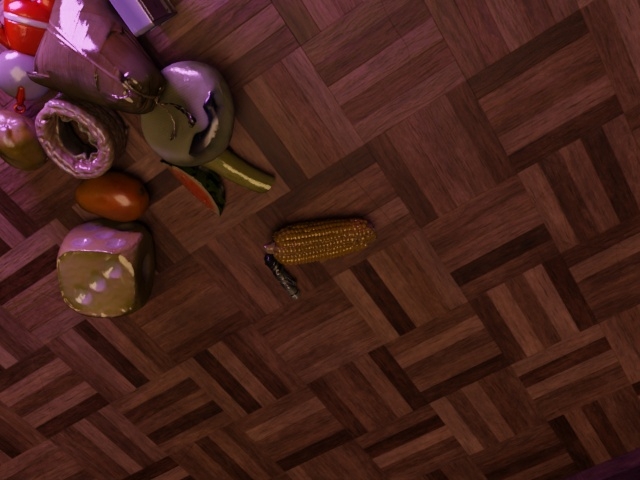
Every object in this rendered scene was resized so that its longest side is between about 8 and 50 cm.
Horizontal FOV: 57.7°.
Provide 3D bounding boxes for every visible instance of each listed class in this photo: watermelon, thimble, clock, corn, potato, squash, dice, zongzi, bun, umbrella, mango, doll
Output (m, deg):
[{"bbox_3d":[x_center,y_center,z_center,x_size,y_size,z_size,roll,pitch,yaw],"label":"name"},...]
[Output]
[{"bbox_3d":[-0.367,-0.172,1.736,0.245,0.063,0.119,43,141,-21],"label":"watermelon"},{"bbox_3d":[-0.664,-0.296,1.621,0.229,0.148,0.196,41,114,-19],"label":"thimble"},{"bbox_3d":[-0.443,-0.593,1.434,0.073,0.193,0.145,-27,114,16],"label":"clock"},{"bbox_3d":[0.000,0.000,1.788,0.346,0.130,0.130,-9,118,4],"label":"corn"},{"bbox_3d":[-0.841,-0.275,1.620,0.154,0.200,0.137,1,74,-14],"label":"potato"},{"bbox_3d":[-0.254,-0.214,1.701,0.250,0.083,0.083,30,114,-16],"label":"squash"},{"bbox_3d":[-0.645,0.081,1.774,0.233,0.227,0.238,3,117,-1],"label":"dice"},{"bbox_3d":[-0.488,-0.498,1.429,0.447,0.181,0.418,21,104,17],"label":"zongzi"},{"bbox_3d":[-0.339,-0.336,1.573,0.283,0.179,0.283,3,97,23],"label":"bun"},{"bbox_3d":[-0.122,0.120,1.895,0.050,0.046,0.188,-2,127,47],"label":"umbrella"},{"bbox_3d":[-0.619,-0.134,1.721,0.221,0.120,0.152,14,119,1],"label":"mango"},{"bbox_3d":[-0.775,-0.498,1.535,0.199,0.105,0.336,5,115,-29],"label":"doll"}]
